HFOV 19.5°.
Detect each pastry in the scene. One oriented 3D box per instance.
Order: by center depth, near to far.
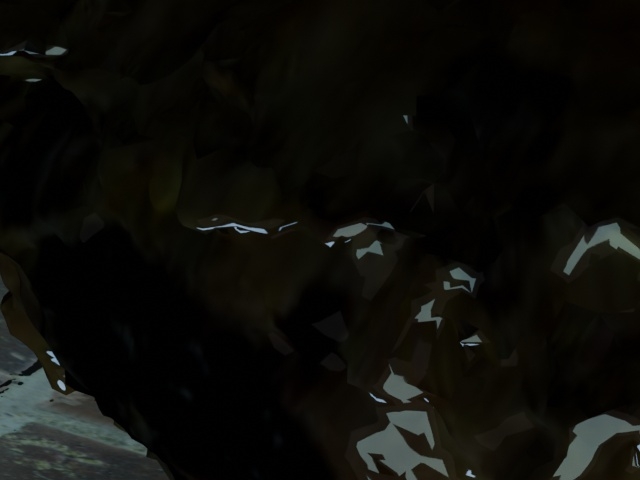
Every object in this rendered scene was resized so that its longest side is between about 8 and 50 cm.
[{"bbox_3d":[0.079,-0.019,0.593,0.405,0.337,0.292,5,139,11],"label":"pastry"}]
